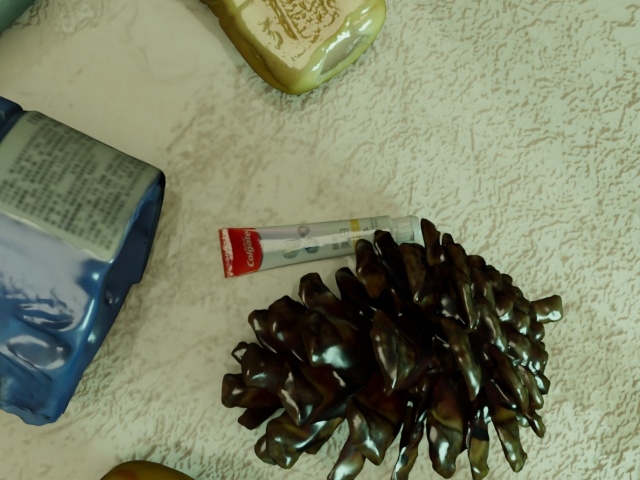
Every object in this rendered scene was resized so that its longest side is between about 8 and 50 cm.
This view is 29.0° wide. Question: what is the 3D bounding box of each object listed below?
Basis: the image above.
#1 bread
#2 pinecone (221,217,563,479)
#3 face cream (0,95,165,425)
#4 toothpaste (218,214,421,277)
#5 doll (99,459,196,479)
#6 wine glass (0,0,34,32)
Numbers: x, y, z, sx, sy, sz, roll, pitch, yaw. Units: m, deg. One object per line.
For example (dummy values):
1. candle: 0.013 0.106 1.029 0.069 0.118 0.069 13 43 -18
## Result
1. bread: -0.074 -0.279 1.155 0.142 0.091 0.305 -41 89 -2
2. pinecone: 0.063 0.110 1.072 0.309 0.244 0.244 -21 88 11
3. face cream: -0.273 0.010 1.052 0.225 0.249 0.249 23 86 -2
4. toothpaste: 0.000 0.000 1.176 0.190 0.031 0.048 -8 91 -1
5. doll: -0.173 0.320 1.074 0.167 0.162 0.269 35 78 4
6. wine glass: -0.368 -0.211 1.122 0.241 0.126 0.126 -36 89 -1
